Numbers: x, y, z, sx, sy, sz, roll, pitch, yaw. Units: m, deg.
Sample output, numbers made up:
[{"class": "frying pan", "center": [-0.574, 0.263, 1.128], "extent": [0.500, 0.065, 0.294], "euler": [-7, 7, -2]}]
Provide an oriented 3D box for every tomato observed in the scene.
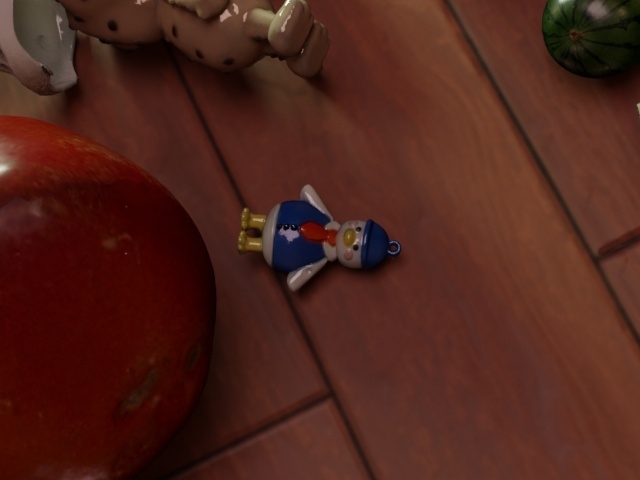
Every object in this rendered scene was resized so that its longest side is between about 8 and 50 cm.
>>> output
[{"class": "tomato", "center": [-0.253, 0.056, 1.600], "extent": [0.325, 0.290, 0.293], "euler": [-27, 32, -16]}]

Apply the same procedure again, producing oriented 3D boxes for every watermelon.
[{"class": "watermelon", "center": [0.246, -0.188, 1.719], "extent": [0.109, 0.109, 0.109], "euler": [-4, 67, 10]}]

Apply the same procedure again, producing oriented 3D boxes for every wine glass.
[{"class": "wine glass", "center": [-0.336, -0.189, 1.806], "extent": [0.196, 0.165, 0.165], "euler": [-17, 65, 12]}]

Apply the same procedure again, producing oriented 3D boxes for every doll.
[{"class": "doll", "center": [-0.121, -0.213, 1.768], "extent": [0.278, 0.154, 0.119], "euler": [22, 79, 18]}, {"class": "doll", "center": [0.000, 0.000, 1.711], "extent": [0.143, 0.058, 0.099], "euler": [8, 73, 8]}]

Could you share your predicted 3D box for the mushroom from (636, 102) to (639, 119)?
[{"class": "mushroom", "center": [0.327, -0.107, 1.636], "extent": [0.122, 0.154, 0.154], "euler": [-13, 66, 0]}]
